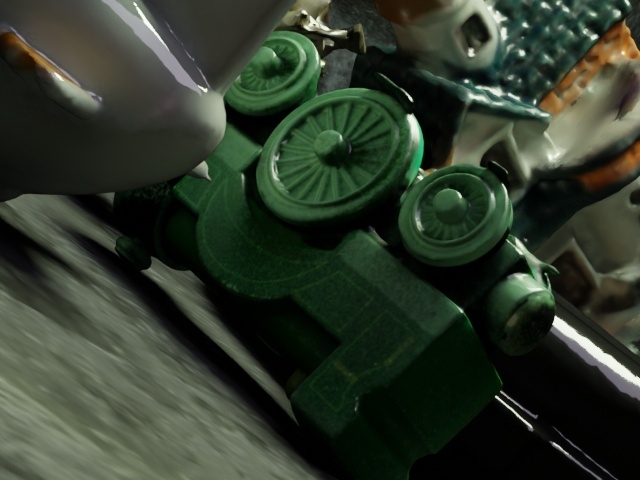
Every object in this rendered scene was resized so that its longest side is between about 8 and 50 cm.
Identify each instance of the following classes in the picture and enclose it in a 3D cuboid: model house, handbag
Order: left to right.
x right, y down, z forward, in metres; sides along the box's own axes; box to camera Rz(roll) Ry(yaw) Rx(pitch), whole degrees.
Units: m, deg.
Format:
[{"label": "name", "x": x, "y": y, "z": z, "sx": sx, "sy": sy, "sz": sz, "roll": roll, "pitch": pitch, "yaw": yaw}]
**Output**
[{"label": "handbag", "x": 0.084, "y": 0.066, "z": 0.724, "sx": 0.254, "sy": 0.093, "sz": 0.308, "roll": 38, "pitch": 2, "yaw": -32}, {"label": "model house", "x": 0.125, "y": -0.065, "z": 1.044, "sx": 0.190, "sy": 0.271, "sz": 0.301, "roll": 38, "pitch": -14, "yaw": 53}]

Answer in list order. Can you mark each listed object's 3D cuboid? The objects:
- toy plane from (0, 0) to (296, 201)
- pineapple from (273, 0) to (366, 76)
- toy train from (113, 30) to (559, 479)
[{"label": "toy plane", "x": -0.122, "y": -0.100, "z": 0.529, "sx": 0.244, "sy": 0.117, "sz": 0.245, "roll": 38, "pitch": 4, "yaw": -3}, {"label": "pineapple", "x": -0.098, "y": -0.135, "z": 0.774, "sx": 0.272, "sy": 0.262, "sz": 0.262, "roll": 55, "pitch": 11, "yaw": 33}, {"label": "toy train", "x": 0.000, "y": 0.000, "z": 0.589, "sx": 0.178, "sy": 0.104, "sz": 0.071, "roll": 40, "pitch": -10, "yaw": 40}]
